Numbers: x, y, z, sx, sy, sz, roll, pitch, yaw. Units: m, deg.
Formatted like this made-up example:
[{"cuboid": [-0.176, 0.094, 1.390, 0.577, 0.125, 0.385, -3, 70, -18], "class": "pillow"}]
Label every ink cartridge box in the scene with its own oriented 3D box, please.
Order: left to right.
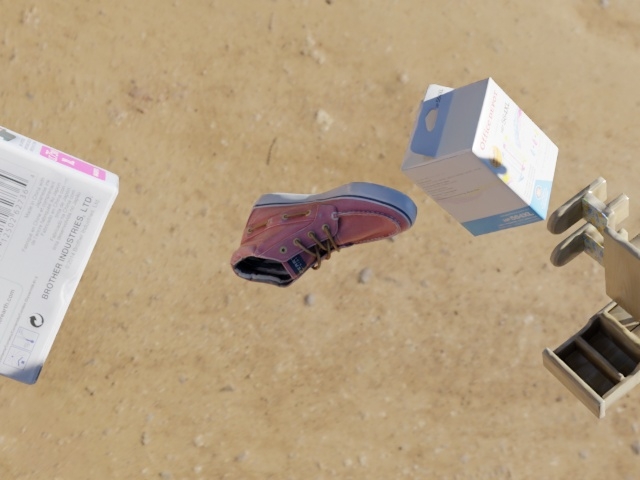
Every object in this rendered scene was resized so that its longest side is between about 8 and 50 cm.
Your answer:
[{"cuboid": [-0.337, -0.024, 0.761, 0.311, 0.065, 0.186, 22, 102, -20], "class": "ink cartridge box"}, {"cuboid": [0.154, -0.085, 0.965, 0.143, 0.090, 0.092, 37, 56, -34], "class": "ink cartridge box"}]

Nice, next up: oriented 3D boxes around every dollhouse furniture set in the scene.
[{"cuboid": [0.368, 0.088, 1.219, 0.161, 0.242, 0.212, -36, 52, -10], "class": "dollhouse furniture set"}]

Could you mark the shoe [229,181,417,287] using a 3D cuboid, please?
[{"cuboid": [0.000, 0.000, 0.873, 0.063, 0.178, 0.081, 52, 49, -39], "class": "shoe"}]
